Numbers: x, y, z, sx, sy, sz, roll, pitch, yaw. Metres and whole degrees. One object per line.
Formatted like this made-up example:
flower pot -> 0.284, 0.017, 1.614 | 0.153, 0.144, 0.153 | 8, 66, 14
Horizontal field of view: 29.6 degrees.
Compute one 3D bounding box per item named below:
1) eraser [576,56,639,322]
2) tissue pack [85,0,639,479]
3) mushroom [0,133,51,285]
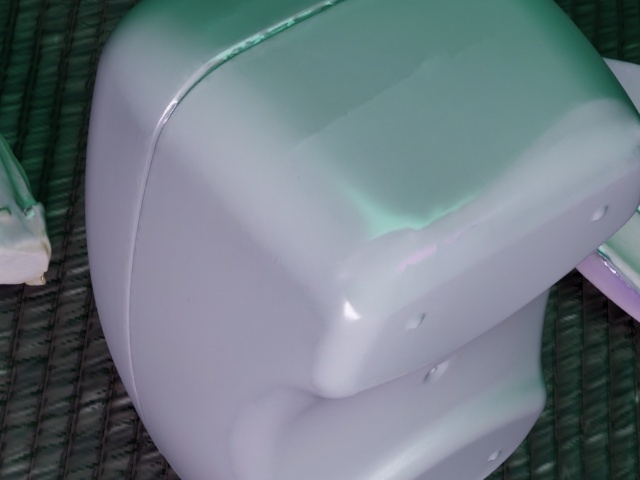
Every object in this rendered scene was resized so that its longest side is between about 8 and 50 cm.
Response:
eraser -> 0.199, -0.053, 0.868 | 0.243, 0.059, 0.204 | 28, 62, -9
tissue pack -> 0.000, 0.000, 0.629 | 0.229, 0.333, 0.236 | -29, 60, -26
mushroom -> -0.295, -0.095, 0.706 | 0.351, 0.097, 0.109 | 43, 59, 7
